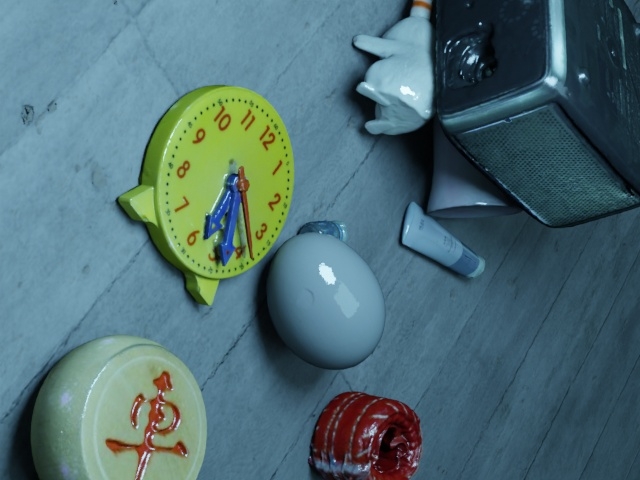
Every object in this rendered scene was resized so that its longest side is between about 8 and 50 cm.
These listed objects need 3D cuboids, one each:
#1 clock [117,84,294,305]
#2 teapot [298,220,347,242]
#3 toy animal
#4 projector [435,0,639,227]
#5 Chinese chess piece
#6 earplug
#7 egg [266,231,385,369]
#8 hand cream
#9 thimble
[{"bbox_3d":[-0.134,-0.078,1.600,0.277,0.071,0.293,51,58,-43],"label":"clock"},{"bbox_3d":[0.004,0.000,1.806,0.083,0.049,0.063,-6,102,-51],"label":"teapot"},{"bbox_3d":[0.137,-0.302,1.864,0.140,0.138,0.282,63,27,-48],"label":"toy animal"},{"bbox_3d":[0.389,-0.276,1.878,0.405,0.242,0.395,35,47,-44],"label":"projector"},{"bbox_3d":[-0.255,0.247,1.452,0.251,0.097,0.250,14,73,-52],"label":"Chinese chess piece"},{"bbox_3d":[0.273,-0.199,2.020,0.172,0.172,0.301,6,81,-52],"label":"earplug"},{"bbox_3d":[0.005,0.091,1.728,0.176,0.176,0.232,-47,122,-35],"label":"egg"},{"bbox_3d":[0.227,0.009,2.095,0.255,0.048,0.079,30,65,-46],"label":"hand cream"},{"bbox_3d":[0.084,0.346,1.922,0.189,0.125,0.163,12,85,-52],"label":"thimble"}]
